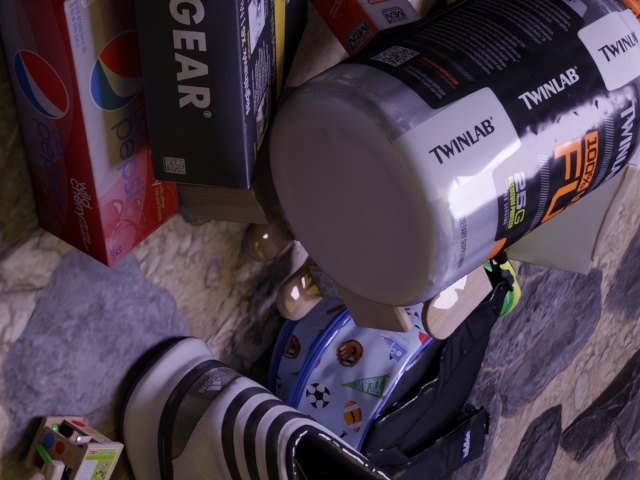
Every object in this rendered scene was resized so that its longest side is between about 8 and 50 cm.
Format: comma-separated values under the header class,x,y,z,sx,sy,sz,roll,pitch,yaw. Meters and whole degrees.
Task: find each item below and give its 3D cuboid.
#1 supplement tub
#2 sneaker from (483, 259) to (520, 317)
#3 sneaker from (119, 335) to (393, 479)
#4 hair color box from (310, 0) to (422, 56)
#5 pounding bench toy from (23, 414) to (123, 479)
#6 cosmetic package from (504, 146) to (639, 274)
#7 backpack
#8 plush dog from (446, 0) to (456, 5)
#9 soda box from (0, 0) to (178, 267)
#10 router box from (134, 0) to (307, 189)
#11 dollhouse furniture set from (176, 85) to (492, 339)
class,x,y,z,sx,sy,sz,roll,pitch,yaw
supplement tub,0.139,-0.102,1.414,0.338,0.207,0.207,-32,139,-32
sneaker,0.153,0.029,1.943,0.123,0.109,0.295,-34,153,3
sneaker,-0.050,0.311,1.665,0.169,0.257,0.447,-45,147,-29
hair color box,0.019,-0.230,1.440,0.072,0.141,0.043,-21,162,-50
pounding bench toy,-0.232,0.190,1.466,0.083,0.065,0.052,10,107,-60
cosmetic package,0.294,-0.096,1.892,0.309,0.113,0.160,92,11,-68
backpack,0.062,0.143,1.749,0.263,0.213,0.276,-48,151,-44
plush dog,0.162,-0.125,1.740,0.262,0.210,0.225,-47,170,-26
soda box,-0.179,-0.111,1.282,0.092,0.083,0.263,-41,144,-34
router box,-0.072,-0.233,1.250,0.243,0.081,0.309,-74,167,-48
dollhouse furniture set,0.000,0.000,1.546,0.161,0.212,0.242,-44,121,-31
